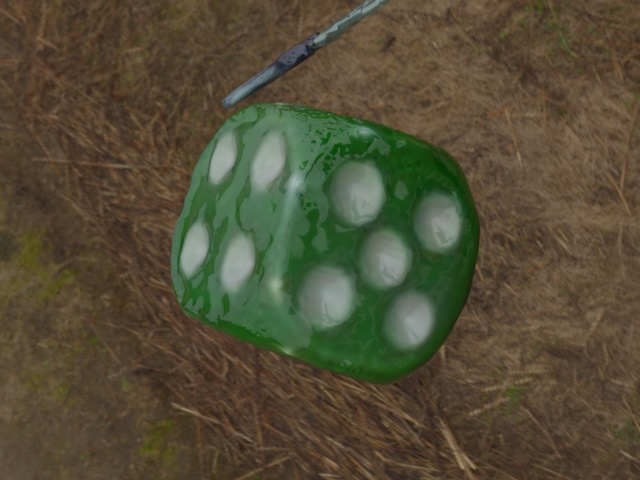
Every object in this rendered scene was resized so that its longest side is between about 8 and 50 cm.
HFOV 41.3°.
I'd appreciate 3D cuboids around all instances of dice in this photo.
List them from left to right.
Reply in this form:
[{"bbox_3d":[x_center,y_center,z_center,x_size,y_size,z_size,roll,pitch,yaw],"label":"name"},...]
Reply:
[{"bbox_3d":[0.000,0.000,1.083,0.297,0.287,0.300,14,85,57],"label":"dice"}]

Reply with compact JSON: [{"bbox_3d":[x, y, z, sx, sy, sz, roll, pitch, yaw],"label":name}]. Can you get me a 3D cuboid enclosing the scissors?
[{"bbox_3d":[0.033,-0.322,1.263,0.383,0.256,0.029,-29,103,25],"label":"scissors"}]
